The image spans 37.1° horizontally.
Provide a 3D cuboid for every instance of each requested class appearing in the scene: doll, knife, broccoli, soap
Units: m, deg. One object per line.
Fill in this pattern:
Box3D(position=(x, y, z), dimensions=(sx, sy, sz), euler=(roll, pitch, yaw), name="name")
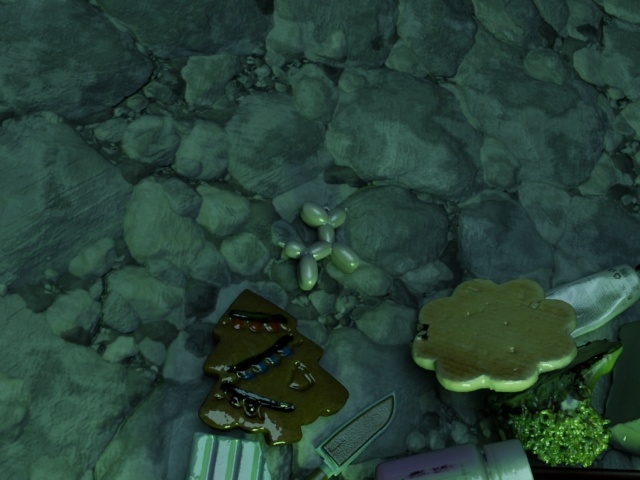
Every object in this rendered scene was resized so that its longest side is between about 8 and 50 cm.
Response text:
Box3D(position=(0.000, 0.000, 1.825), dimensions=(0.161, 0.059, 0.160), euler=(-23, 75, -19), name="doll")
Box3D(position=(0.019, 0.381, 1.686), dimensions=(0.343, 0.027, 0.061), euler=(-37, 75, -23), name="knife")
Box3D(position=(0.447, 0.309, 1.711), dimensions=(0.273, 0.242, 0.180), euler=(-24, 96, -13), name="broccoli")
Box3D(position=(-0.160, 0.447, 1.587), dimensions=(0.145, 0.091, 0.230), euler=(10, 66, -4), name="soap")
Box3D(position=(0.705, 0.298, 1.797), dimensions=(0.302, 0.159, 0.257), euler=(21, 63, -4), name="soap")

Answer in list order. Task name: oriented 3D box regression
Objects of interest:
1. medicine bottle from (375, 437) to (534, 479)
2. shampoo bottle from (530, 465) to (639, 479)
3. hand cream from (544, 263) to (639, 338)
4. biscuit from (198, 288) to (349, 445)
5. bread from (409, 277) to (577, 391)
Box3D(position=(0.228, 0.423, 1.610), dimensions=(0.255, 0.152, 0.152), euler=(-13, 70, 4), name="medicine bottle")
Box3D(position=(0.510, 0.472, 1.716), dimensions=(0.323, 0.084, 0.129), euler=(3, 83, -10), name="shampoo bottle")
Box3D(position=(0.507, 0.129, 1.880), dimensions=(0.336, 0.076, 0.121), euler=(-23, 69, -13), name="hand cream")
Box3D(position=(-0.103, 0.220, 1.697), dimensions=(0.278, 0.043, 0.301), euler=(-9, 63, -25), name="biscuit")
Box3D(position=(0.316, 0.172, 1.747), dimensions=(0.316, 0.054, 0.316), euler=(-7, 33, 5), name="bread")
